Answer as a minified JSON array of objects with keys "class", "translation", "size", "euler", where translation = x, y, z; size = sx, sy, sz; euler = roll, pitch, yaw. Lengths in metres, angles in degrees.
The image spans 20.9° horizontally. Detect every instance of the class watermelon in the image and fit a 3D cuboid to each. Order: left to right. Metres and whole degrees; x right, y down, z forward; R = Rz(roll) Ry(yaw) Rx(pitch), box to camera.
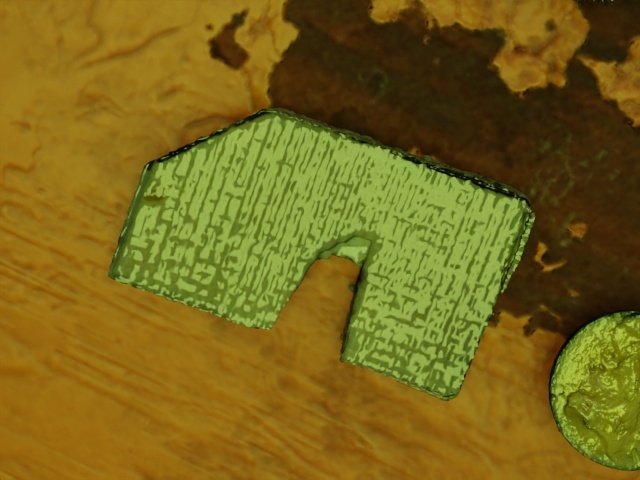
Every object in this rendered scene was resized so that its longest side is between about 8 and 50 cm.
[{"class":"watermelon","translation":[0.196,0.093,1.120],"size":[0.105,0.062,0.105],"euler":[-1,98,-6]}]

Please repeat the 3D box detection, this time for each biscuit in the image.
[{"class":"biscuit","translation":[0.000,0.000,1.119],"size":[0.250,0.046,0.147],"euler":[18,100,-2]}]

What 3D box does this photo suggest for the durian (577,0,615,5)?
[{"class":"durian","translation":[0.179,-0.180,1.075],"size":[0.080,0.080,0.091],"euler":[-37,99,6]}]
